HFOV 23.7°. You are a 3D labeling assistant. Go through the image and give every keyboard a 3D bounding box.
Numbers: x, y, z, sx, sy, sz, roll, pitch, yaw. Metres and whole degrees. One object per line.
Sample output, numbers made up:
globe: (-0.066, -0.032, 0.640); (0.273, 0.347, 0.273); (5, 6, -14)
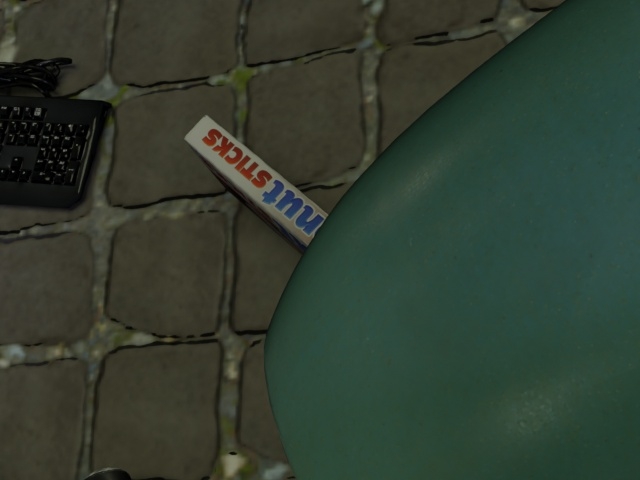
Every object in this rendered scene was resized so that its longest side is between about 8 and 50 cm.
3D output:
keyboard: (-0.225, -0.075, 0.944); (0.192, 0.038, 0.100); (4, 68, 21)

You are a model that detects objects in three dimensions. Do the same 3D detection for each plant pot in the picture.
plant pot: (0.120, 0.053, 0.620); (0.235, 0.293, 0.293); (-30, 59, 14)

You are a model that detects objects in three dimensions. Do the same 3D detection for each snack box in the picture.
snack box: (0.000, 0.000, 0.808); (0.022, 0.064, 0.178); (-46, 59, -6)

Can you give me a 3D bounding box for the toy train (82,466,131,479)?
toy train: (-0.104, 0.206, 0.750); (0.105, 0.080, 0.184); (-29, 62, 17)
